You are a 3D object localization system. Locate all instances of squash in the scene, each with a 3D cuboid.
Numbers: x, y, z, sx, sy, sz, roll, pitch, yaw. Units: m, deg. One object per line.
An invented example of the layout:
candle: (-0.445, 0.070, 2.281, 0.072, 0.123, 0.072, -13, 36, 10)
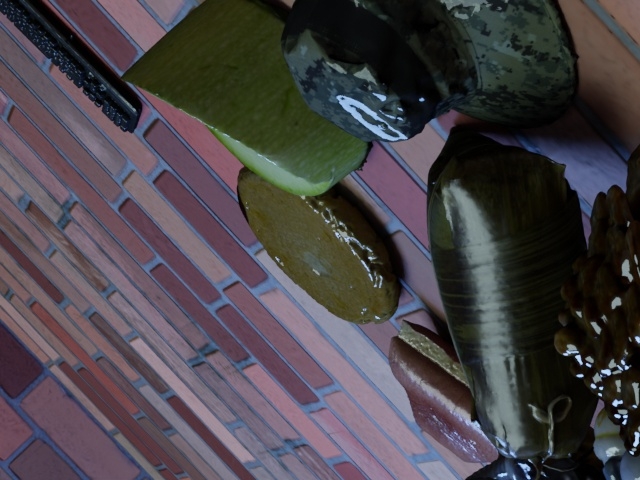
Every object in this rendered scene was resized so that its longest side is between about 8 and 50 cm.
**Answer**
squash: (-0.062, -0.110, 1.460, 0.220, 0.133, 0.220, 36, 163, 13)

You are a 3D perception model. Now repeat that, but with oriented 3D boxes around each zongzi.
zongzi: (0.141, 0.040, 1.225, 0.241, 0.111, 0.247, -96, -4, -80)

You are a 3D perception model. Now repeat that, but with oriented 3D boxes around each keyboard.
keyboard: (-0.291, -0.213, 1.842, 0.230, 0.025, 0.093, 45, 162, 2)

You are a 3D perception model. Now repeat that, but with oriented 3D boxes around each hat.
hat: (0.047, -0.145, 1.171, 0.265, 0.128, 0.265, 38, 162, 14)

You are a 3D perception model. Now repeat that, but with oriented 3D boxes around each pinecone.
pinecone: (0.259, 0.056, 1.051, 0.201, 0.202, 0.229, 12, 139, 18)

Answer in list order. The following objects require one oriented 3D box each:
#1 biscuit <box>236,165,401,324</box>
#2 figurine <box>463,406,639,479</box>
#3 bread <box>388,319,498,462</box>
biscuit: (0.000, 0.000, 1.655, 0.226, 0.042, 0.226, 37, 157, 19)
figurine: (0.307, 0.207, 1.259, 0.382, 0.261, 0.186, 18, 102, 53)
bread: (0.147, 0.165, 1.647, 0.192, 0.067, 0.119, 39, 152, 13)
